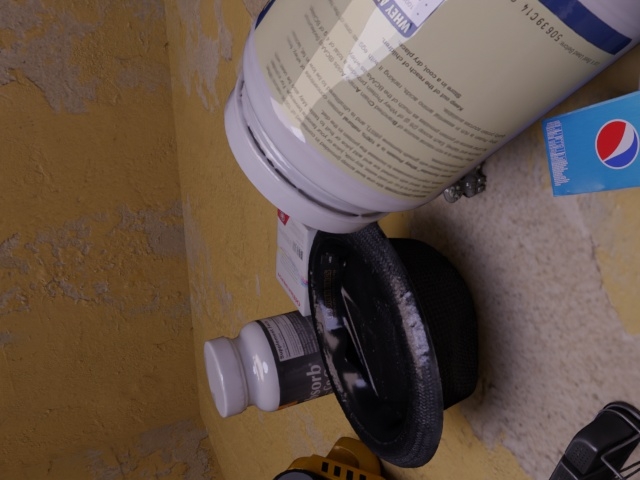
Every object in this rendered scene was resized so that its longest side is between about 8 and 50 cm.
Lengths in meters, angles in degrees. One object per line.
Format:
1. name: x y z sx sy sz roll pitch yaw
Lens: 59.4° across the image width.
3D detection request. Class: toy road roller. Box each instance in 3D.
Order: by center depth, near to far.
1. toy road roller: 0.074 0.491 1.000 0.330 0.240 0.202 9 113 26

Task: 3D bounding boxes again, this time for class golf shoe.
1. golf shoe: 0.147 -0.136 0.656 0.086 0.069 0.176 -134 41 -62

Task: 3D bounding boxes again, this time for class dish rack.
1. dish rack: 0.305 0.310 0.492 0.271 0.074 0.208 50 145 45

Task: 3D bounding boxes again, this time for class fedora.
1. fedora: 0.108 0.112 0.739 0.334 0.153 0.334 41 137 55

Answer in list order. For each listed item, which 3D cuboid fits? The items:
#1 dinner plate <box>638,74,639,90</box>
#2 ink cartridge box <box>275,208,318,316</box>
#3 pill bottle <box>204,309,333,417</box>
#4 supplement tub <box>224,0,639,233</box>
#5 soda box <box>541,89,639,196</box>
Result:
1. dinner plate: 0.292 -0.112 0.393 0.141 0.017 0.141 170 90 -67
2. ink cartridge box: 0.003 0.015 0.965 0.128 0.127 0.176 50 143 47
3. pill bottle: -0.052 0.207 0.990 0.162 0.279 0.162 168 90 -67
4. supplement tub: 0.081 -0.169 0.473 0.325 0.235 0.235 -40 62 42
5. soda box: 0.256 -0.076 0.379 0.210 0.071 0.067 179 81 -67
